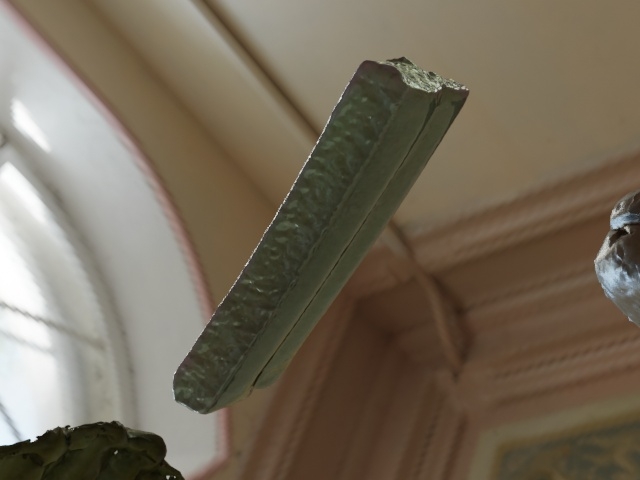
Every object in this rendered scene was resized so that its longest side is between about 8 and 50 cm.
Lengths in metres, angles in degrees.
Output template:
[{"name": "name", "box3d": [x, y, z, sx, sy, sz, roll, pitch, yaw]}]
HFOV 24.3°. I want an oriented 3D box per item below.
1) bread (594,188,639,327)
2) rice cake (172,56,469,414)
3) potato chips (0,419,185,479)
[{"name": "bread", "box3d": [0.336, 0.030, 1.001, 0.337, 0.183, 0.102, 20, -114, 34]}, {"name": "rice cake", "box3d": [0.000, -0.001, 0.771, 0.080, 0.042, 0.221, -14, 141, -56]}, {"name": "potato chips", "box3d": [-0.258, 0.325, 1.129, 0.070, 0.358, 0.429, 26, -117, 38]}]
